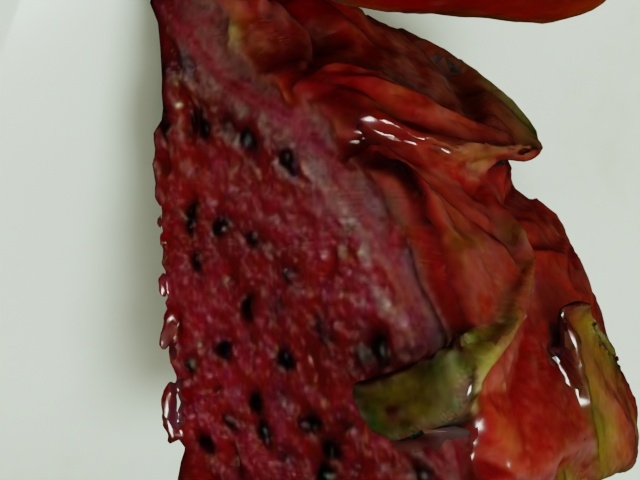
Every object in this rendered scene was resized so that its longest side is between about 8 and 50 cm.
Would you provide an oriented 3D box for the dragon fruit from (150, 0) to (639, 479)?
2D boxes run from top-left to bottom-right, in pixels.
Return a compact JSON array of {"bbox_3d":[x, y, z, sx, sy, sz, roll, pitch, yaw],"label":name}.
[{"bbox_3d":[0.000,0.000,0.759,0.240,0.302,0.330,-28,91,-10],"label":"dragon fruit"}]

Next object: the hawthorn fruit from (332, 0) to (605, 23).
[{"bbox_3d":[0.051,-0.208,0.656,0.265,0.307,0.265,-34,163,-12],"label":"hawthorn fruit"}]
